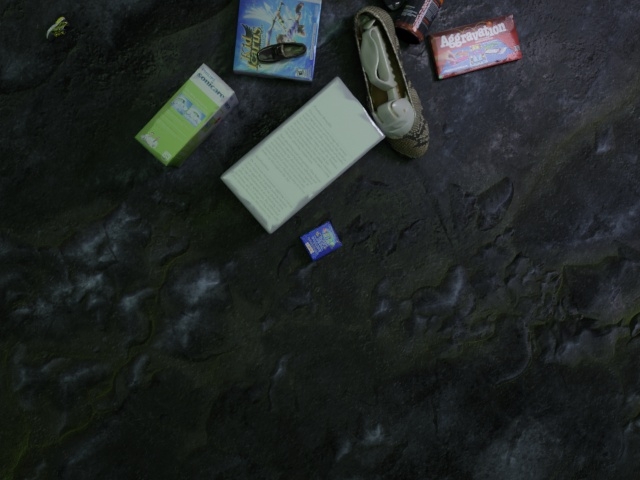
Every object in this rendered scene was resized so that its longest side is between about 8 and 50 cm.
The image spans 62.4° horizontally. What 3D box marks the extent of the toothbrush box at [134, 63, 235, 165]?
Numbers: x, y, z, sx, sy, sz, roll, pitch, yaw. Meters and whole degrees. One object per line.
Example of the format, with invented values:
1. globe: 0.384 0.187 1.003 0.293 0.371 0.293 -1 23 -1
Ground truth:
1. toothbrush box: -0.381 -0.355 1.544 0.122 0.206 0.283 42 91 -8

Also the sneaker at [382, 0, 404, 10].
1. sneaker: 0.189 -0.839 1.604 0.101 0.106 0.267 -26 118 -7

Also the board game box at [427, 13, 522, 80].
1. board game box: 0.493 -0.618 1.688 0.282 0.027 0.144 -16 96 -3

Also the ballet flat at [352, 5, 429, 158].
1. ballet flat: 0.194 -0.467 1.596 0.164 0.182 0.482 -15 99 26

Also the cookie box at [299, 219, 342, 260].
1. cookie box: 0.000 0.000 1.703 0.107 0.040 0.091 -28 98 -2

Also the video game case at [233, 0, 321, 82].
1. video game case: -0.131 -0.633 1.610 0.245 0.061 0.269 6 96 -5

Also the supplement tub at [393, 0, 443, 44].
1. supplement tub: 0.309 -0.713 1.619 0.106 0.106 0.197 28 93 -8

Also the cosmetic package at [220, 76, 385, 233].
1. cosmetic package: -0.057 -0.253 1.608 0.453 0.161 0.230 -40 98 0

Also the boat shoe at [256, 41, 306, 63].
1. boat shoe: -0.115 -0.562 1.563 0.152 0.049 0.056 -14 99 -3

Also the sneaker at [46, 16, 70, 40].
1. sneaker: -0.777 -0.622 1.564 0.035 0.031 0.083 38 92 -9
